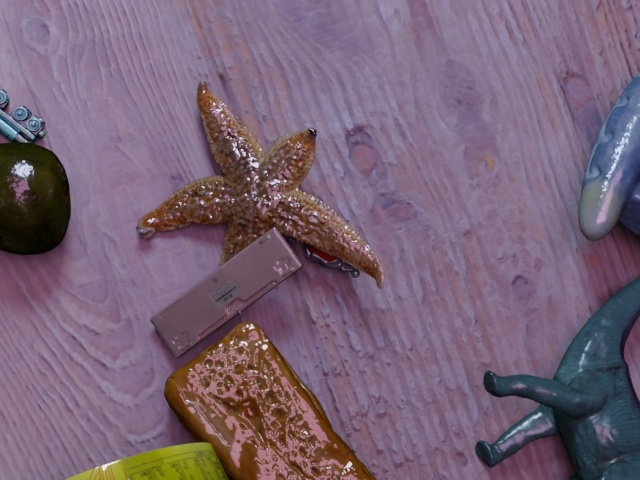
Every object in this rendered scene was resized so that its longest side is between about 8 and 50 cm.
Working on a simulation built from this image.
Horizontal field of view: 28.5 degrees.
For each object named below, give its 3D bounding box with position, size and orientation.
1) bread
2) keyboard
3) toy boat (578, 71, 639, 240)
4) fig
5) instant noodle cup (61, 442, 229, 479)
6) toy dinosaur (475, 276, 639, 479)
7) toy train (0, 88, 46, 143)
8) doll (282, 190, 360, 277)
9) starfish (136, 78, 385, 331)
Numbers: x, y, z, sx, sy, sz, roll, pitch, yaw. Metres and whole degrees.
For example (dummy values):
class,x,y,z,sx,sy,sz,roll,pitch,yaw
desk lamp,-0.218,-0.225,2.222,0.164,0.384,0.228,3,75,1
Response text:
class,x,y,z,sx,sy,sz,roll,pitch,yaw
bread,-0.043,0.222,1.293,0.139,0.077,0.271,-39,86,-9
keyboard,-0.096,0.056,1.311,0.166,0.017,0.055,-36,85,7
toy boat,0.419,-0.102,1.372,0.215,0.123,0.330,36,69,5
fig,-0.341,-0.049,1.289,0.177,0.117,0.117,6,79,15
instant noodle cup,-0.174,0.332,1.162,0.311,0.311,0.221,-17,73,-11
toy dinosaur,0.350,0.202,1.355,0.331,0.129,0.383,-23,86,-20
toy train,-0.334,-0.132,1.334,0.092,0.029,0.045,38,85,-2
doll,0.000,0.001,1.357,0.114,0.039,0.057,47,55,9
starfish,-0.070,-0.020,1.335,0.295,0.048,0.231,43,94,6
